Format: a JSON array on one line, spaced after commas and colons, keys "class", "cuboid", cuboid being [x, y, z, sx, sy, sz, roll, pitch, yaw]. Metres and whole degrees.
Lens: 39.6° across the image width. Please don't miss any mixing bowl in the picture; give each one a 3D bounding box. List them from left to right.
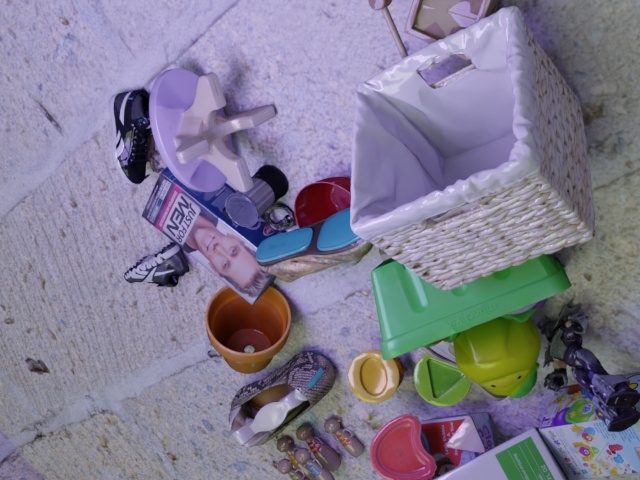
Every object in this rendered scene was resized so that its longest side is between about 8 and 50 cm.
[{"class": "mixing bowl", "cuboid": [0.044, -0.066, 1.879, 0.181, 0.098, 0.181, 17, 129, 22]}]

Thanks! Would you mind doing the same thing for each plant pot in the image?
[{"class": "plant pot", "cuboid": [-0.178, 0.231, 2.194, 0.205, 0.205, 0.188, 28, 149, 13]}]

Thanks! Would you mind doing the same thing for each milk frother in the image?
[{"class": "milk frother", "cuboid": [-0.128, -0.067, 1.968, 0.143, 0.135, 0.129, 43, 135, -2]}]

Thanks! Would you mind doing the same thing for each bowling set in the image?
[{"class": "bowling set", "cuboid": [-0.039, 0.594, 2.359, 0.154, 0.200, 0.287, 46, 131, -2]}]

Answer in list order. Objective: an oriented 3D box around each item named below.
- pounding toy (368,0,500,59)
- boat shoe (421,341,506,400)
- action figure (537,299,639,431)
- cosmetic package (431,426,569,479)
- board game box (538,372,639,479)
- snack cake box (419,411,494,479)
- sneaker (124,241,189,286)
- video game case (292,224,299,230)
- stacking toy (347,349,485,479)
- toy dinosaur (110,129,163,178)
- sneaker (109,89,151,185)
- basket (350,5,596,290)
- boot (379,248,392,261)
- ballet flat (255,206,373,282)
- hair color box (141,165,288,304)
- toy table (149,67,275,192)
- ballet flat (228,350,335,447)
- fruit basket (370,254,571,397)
[{"class": "pounding toy", "cuboid": [0.192, -0.399, 1.540, 0.206, 0.094, 0.181, 28, 132, 14]}, {"class": "boat shoe", "cuboid": [0.316, 0.220, 1.910, 0.302, 0.113, 0.103, 36, 134, -8]}, {"class": "action figure", "cuboid": [0.505, 0.238, 1.730, 0.285, 0.099, 0.185, -125, 28, -51]}, {"class": "cosmetic package", "cuboid": [0.346, 0.563, 1.887, 0.365, 0.155, 0.197, -32, 72, 9]}, {"class": "board game box", "cuboid": [0.610, 0.371, 1.795, 0.275, 0.142, 0.144, -21, 108, 42]}, {"class": "snack cake box", "cuboid": [0.326, 0.539, 2.054, 0.152, 0.089, 0.264, -18, 76, 42]}, {"class": "sneaker", "cuboid": [-0.424, 0.086, 2.316, 0.234, 0.078, 0.106, -25, 103, 40]}, {"class": "video game case", "cuboid": [0.000, 0.000, 2.019, 0.122, 0.011, 0.087, -4, 118, 36]}, {"class": "stacking toy", "cuboid": [0.229, 0.389, 2.047, 0.279, 0.130, 0.309, -14, 79, 12]}, {"class": "toy dinosaur", "cuboid": [-0.427, -0.198, 2.141, 0.183, 0.053, 0.092, -40, 81, 37]}, {"class": "sneaker", "cuboid": [-0.416, -0.237, 2.037, 0.121, 0.079, 0.217, -4, 99, 37]}, {"class": "basket", "cuboid": [0.251, -0.134, 1.462, 0.328, 0.331, 0.266, -23, 137, 34]}, {"class": "boot", "cuboid": [0.214, 0.040, 1.862, 0.165, 0.077, 0.213, -6, 116, 37]}, {"class": "ballet flat", "cuboid": [0.018, 0.015, 1.822, 0.348, 0.123, 0.123, -17, 111, 40]}, {"class": "hair color box", "cuboid": [-0.239, -0.027, 2.092, 0.347, 0.105, 0.174, 38, 135, 3]}, {"class": "toy table", "cuboid": [-0.235, -0.228, 1.864, 0.161, 0.252, 0.274, 7, 134, 49]}, {"class": "ballet flat", "cuboid": [-0.140, 0.444, 2.318, 0.164, 0.182, 0.483, 44, 135, -3]}, {"class": "fruit basket", "cuboid": [0.309, 0.157, 1.703, 0.392, 0.283, 0.392, 1, 96, 12]}]
